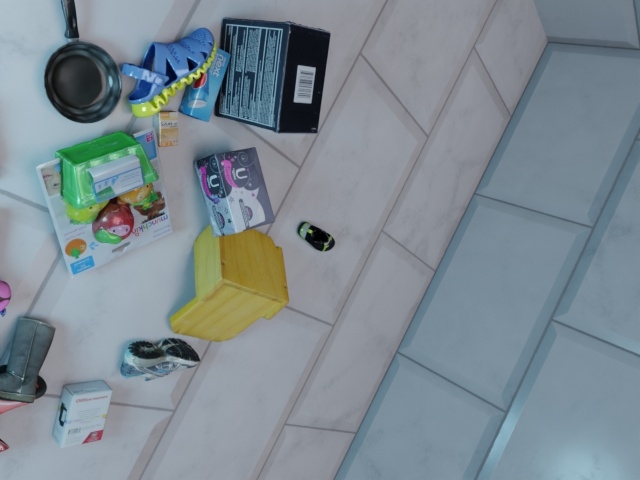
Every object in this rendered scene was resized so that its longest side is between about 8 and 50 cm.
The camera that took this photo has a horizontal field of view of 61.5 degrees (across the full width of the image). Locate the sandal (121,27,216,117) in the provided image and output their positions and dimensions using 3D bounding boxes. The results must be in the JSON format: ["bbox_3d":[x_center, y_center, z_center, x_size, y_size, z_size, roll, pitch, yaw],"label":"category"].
[{"bbox_3d":[-0.410,-0.477,1.450,0.317,0.126,0.138,-51,139,-20],"label":"sandal"}]

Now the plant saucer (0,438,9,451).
[{"bbox_3d":[-0.932,0.500,1.293,0.258,0.048,0.259,-17,151,-19],"label":"plant saucer"}]

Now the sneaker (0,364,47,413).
[{"bbox_3d":[-0.886,0.424,1.400,0.314,0.116,0.136,-6,139,-51],"label":"sneaker"}]

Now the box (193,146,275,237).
[{"bbox_3d":[-0.270,-0.151,1.685,0.163,0.142,0.247,-20,98,-42],"label":"box"}]

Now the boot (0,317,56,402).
[{"bbox_3d":[-0.789,0.299,1.381,0.189,0.076,0.209,37,51,-52],"label":"boot"}]

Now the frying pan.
[{"bbox_3d":[-0.611,-0.438,1.301,0.197,0.053,0.326,-46,135,-25],"label":"frying pan"}]

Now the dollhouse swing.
[{"bbox_3d":[-0.339,0.150,1.886,0.347,0.305,0.315,26,47,-50],"label":"dollhouse swing"}]

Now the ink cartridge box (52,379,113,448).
[{"bbox_3d":[-0.720,0.523,1.633,0.127,0.072,0.175,7,103,-49],"label":"ink cartridge box"}]

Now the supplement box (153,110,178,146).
[{"bbox_3d":[-0.446,-0.323,1.553,0.062,0.036,0.098,-16,119,-44],"label":"supplement box"}]

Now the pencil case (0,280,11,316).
[{"bbox_3d":[-0.826,0.112,1.257,0.098,0.095,0.209,-48,155,-11],"label":"pencil case"}]

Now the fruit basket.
[{"bbox_3d":[-0.553,-0.096,1.449,0.327,0.165,0.353,-29,131,-36],"label":"fruit basket"}]

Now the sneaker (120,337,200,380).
[{"bbox_3d":[-0.533,0.400,1.782,0.283,0.110,0.122,15,114,-48],"label":"sneaker"}]

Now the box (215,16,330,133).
[{"bbox_3d":[-0.147,-0.490,1.601,0.182,0.294,0.296,-11,117,-47],"label":"box"}]

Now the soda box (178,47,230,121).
[{"bbox_3d":[-0.340,-0.461,1.579,0.071,0.067,0.210,13,97,-50],"label":"soda box"}]

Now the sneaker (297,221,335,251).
[{"bbox_3d":[0.000,0.000,2.158,0.234,0.097,0.084,27,88,-50],"label":"sneaker"}]
